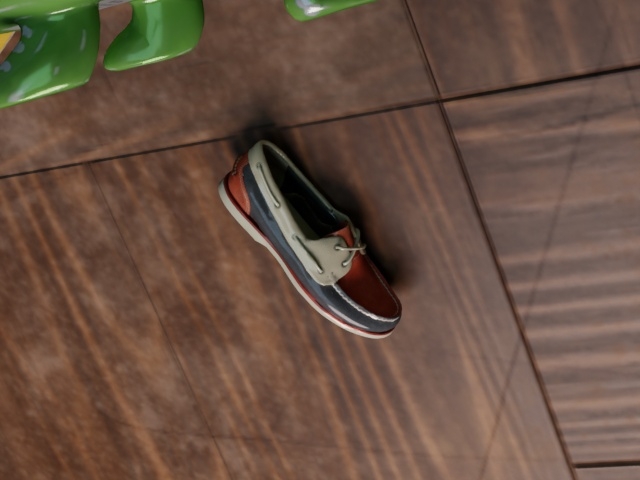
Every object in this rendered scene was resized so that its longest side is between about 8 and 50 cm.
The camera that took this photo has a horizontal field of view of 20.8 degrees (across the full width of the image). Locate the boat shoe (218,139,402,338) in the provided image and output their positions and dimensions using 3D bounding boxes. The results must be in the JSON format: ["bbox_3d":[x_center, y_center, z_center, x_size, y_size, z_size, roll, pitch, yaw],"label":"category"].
[{"bbox_3d":[0.000,0.000,1.018,0.137,0.049,0.043,46,128,0],"label":"boat shoe"}]

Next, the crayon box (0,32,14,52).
[{"bbox_3d":[-0.342,-0.175,1.005,0.323,0.083,0.203,26,133,-21],"label":"crayon box"}]

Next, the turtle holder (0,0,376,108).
[{"bbox_3d":[-0.039,-0.206,0.772,0.320,0.243,0.227,-12,98,34],"label":"turtle holder"}]
